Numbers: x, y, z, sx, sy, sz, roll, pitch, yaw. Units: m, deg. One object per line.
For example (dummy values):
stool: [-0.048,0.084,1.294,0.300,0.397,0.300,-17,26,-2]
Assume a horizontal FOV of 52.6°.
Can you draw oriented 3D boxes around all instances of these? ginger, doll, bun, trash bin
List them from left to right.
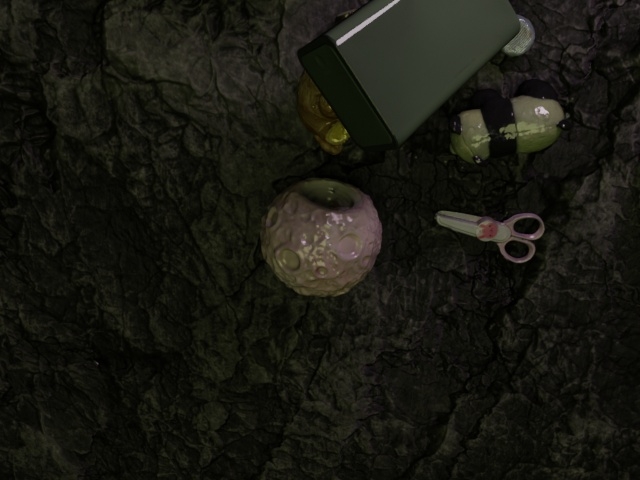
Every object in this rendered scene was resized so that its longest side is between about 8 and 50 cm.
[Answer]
ginger: [0.007,-0.276,1.271,0.102,0.157,0.216,-13,150,-15]
trash bin: [0.162,-0.350,1.154,0.343,0.158,0.223,-42,108,-16]
doll: [0.367,-0.228,1.286,0.234,0.135,0.144,-8,113,14]
bun: [0.372,-0.396,1.250,0.083,0.045,0.083,3,114,7]

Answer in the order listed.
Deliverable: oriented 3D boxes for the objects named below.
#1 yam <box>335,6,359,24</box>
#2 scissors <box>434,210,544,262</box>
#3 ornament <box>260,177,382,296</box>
yam: [0.069,-0.334,1.301,0.061,0.061,0.253,-6,116,8]
scissors: [0.370,-0.026,1.436,0.241,0.031,0.118,15,115,-4]
ornament: [0.000,0.000,1.359,0.259,0.259,0.225,13,121,-1]
